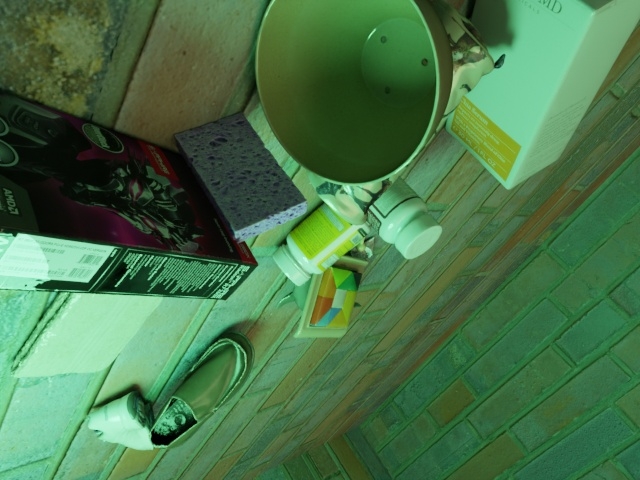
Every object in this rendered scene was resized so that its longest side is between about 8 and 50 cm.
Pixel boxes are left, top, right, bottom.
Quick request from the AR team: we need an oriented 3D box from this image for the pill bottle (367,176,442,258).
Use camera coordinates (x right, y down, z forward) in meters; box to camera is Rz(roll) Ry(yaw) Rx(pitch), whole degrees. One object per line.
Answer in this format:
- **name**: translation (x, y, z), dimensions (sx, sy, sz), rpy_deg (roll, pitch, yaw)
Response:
- **pill bottle**: translation (0.156, -0.071, 1.074), dimensions (0.121, 0.221, 0.121), rpy_deg (-28, 151, -18)

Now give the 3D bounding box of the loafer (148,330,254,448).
- **loafer**: translation (-0.301, 0.396, 1.243), dimensions (0.366, 0.133, 0.130), rpy_deg (-54, 175, 1)

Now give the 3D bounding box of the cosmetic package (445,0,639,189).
- **cosmetic package**: translation (0.409, -0.334, 0.956), dimensions (0.161, 0.230, 0.453), rpy_deg (-30, 153, -13)

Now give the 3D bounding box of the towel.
- **towel**: translation (-0.430, 0.157, 0.917), dimensions (0.282, 0.049, 0.187), rpy_deg (-47, 149, 18)

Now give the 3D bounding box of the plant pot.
- **plant pot**: translation (0.073, -0.244, 0.711), dimensions (0.191, 0.284, 0.284), rpy_deg (-36, 158, -47)

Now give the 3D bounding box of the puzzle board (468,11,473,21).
- **puzzle board**: translation (0.348, -0.468, 0.939), dimensions (0.096, 0.011, 0.128), rpy_deg (-3, 136, -47)

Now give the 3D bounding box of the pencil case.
- **pencil case**: translation (0.139, -0.216, 0.908), dimensions (0.183, 0.160, 0.410), rpy_deg (12, 125, -51)

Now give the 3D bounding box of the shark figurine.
- **shark figurine**: translation (-0.005, 0.187, 1.386), dimensions (0.166, 0.116, 0.278), rpy_deg (-43, 150, 12)

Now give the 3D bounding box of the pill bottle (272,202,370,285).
- **pill bottle**: translation (0.000, 0.000, 1.106), dimensions (0.208, 0.119, 0.119), rpy_deg (-40, 152, 4)

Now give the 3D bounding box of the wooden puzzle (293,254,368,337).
- **wooden puzzle**: translation (0.040, 0.154, 1.307), dimensions (0.220, 0.044, 0.239), rpy_deg (15, 96, -53)

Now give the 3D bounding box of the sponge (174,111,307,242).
- **sponge**: translation (-0.120, -0.100, 0.725), dimensions (0.117, 0.210, 0.031), rpy_deg (-25, 151, -22)

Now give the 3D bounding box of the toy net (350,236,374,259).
- **toy net**: translation (0.089, 0.024, 1.322), dimensions (0.122, 0.045, 0.232), rpy_deg (-44, 151, 10)

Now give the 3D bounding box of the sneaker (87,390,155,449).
- **sneaker**: translation (-0.504, 0.475, 1.264), dimensions (0.129, 0.111, 0.297), rpy_deg (-11, 143, -12)

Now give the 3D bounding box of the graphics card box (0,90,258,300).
- **graphics card box**: translation (-0.267, -0.045, 0.613), dimensions (0.094, 0.233, 0.370), rpy_deg (-45, 151, 21)

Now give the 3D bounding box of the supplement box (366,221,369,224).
- **supplement box**: translation (0.106, -0.073, 1.181), dimensions (0.098, 0.062, 0.036), rpy_deg (-39, 153, 0)
